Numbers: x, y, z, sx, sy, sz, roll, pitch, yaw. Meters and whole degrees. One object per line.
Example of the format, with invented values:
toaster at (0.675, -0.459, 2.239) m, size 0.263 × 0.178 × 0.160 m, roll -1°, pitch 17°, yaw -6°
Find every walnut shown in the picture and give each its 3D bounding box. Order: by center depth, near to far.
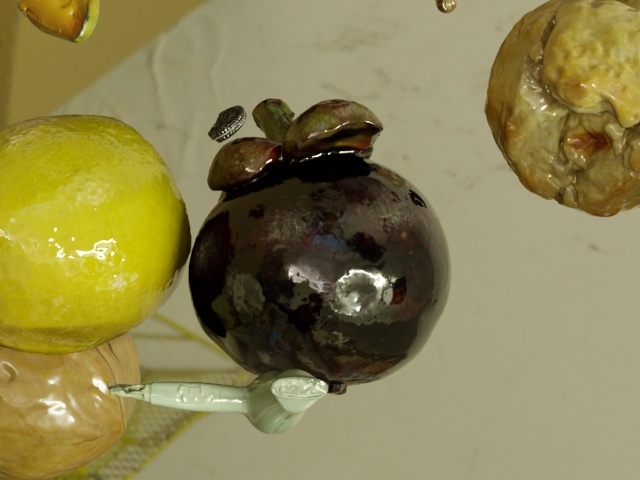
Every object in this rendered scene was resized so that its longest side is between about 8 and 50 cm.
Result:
walnut at (-0.479, 0.209, 1.955) m, size 0.354 × 0.398 × 0.308 m, roll -41°, pitch 156°, yaw -49°

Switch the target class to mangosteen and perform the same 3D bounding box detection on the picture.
mangosteen at (0.000, 0.000, 1.733) m, size 0.382 × 0.382 × 0.435 m, roll 65°, pitch 27°, yaw -79°

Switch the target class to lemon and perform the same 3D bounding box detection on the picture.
lemon at (-0.386, 0.001, 1.709) m, size 0.364 × 0.364 × 0.364 m, roll -59°, pitch 171°, yaw -16°

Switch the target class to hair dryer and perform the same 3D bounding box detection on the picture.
hair dryer at (-0.124, 0.174, 1.403) m, size 0.206 × 0.237 × 0.075 m, roll 125°, pitch -32°, yaw -73°

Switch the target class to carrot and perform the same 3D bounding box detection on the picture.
carrot at (0.194, -0.377, 1.930) m, size 0.093 × 0.032 × 0.032 m, roll -99°, pitch -147°, yaw -69°

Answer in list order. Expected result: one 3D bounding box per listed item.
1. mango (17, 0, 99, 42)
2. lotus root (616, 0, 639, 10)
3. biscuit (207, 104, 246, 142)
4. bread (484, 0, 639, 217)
mango at (-0.335, -0.313, 1.601) m, size 0.101 × 0.187 × 0.066 m, roll -44°, pitch 138°, yaw 2°
lotus root at (0.564, -0.408, 2.153) m, size 0.160 × 0.146 × 0.284 m, roll -50°, pitch -176°, yaw -40°
biscuit at (-0.167, -0.206, 2.170) m, size 0.087 × 0.027 × 0.089 m, roll -45°, pitch -153°, yaw -18°
bread at (0.276, -0.132, 1.280) m, size 0.134 × 0.244 × 0.244 m, roll -45°, pitch 162°, yaw -43°
